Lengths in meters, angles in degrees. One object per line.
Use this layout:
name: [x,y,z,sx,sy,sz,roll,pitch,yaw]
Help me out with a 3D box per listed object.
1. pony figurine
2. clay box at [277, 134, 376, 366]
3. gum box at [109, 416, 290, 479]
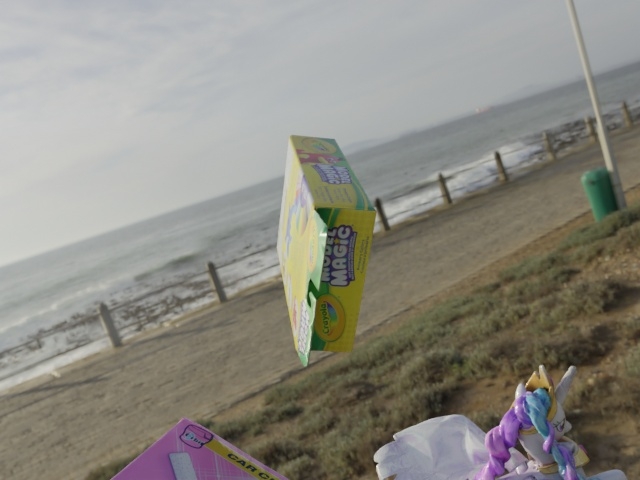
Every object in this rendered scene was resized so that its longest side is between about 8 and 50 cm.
pony figurine: [0.289,0.380,0.973,0.351,0.363,0.303,-34,25,5]
clay box: [0.000,0.000,0.567,0.053,0.127,0.222,3,25,-11]
gum box: [-0.048,0.206,0.418,0.188,0.062,0.107,26,21,15]
